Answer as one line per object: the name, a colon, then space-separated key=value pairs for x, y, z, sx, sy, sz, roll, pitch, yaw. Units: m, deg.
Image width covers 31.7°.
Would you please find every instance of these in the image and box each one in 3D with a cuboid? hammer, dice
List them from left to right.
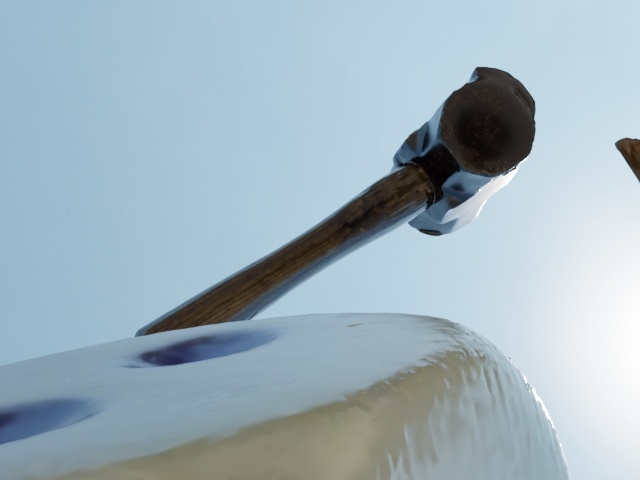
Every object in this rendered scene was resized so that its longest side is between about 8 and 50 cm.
dice: x=-0.068 y=0.189 z=0.489 sx=0.304 sy=0.304 sz=0.277 roll=-18 pitch=-79 yaw=-60
hammer: x=0.000 y=0.000 z=1.036 sx=0.408 sy=0.242 sz=0.095 roll=-30 pitch=-98 yaw=-10

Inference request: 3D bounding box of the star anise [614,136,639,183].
star anise: x=0.246 y=0.000 z=0.466 sx=0.099 sy=0.214 sz=0.220 roll=12 pitch=-123 yaw=-59
